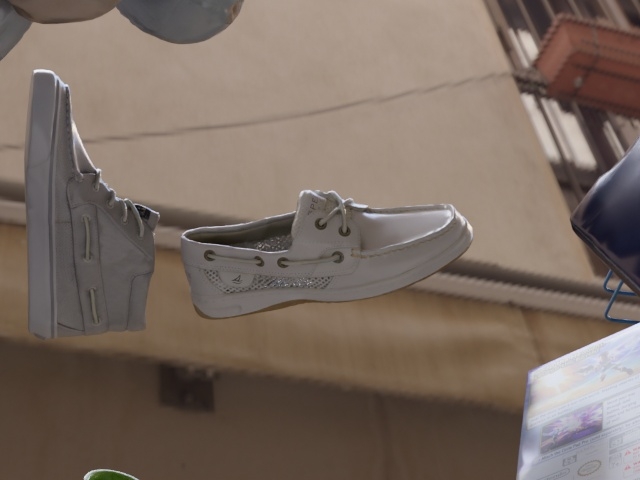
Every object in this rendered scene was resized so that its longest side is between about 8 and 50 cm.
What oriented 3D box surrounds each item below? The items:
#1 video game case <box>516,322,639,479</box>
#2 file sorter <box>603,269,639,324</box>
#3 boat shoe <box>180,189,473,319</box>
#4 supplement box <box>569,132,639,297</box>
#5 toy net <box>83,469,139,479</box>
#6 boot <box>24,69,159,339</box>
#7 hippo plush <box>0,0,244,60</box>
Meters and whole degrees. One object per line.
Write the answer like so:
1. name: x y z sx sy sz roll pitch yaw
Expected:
1. video game case: 0.284 0.144 1.013 0.270 0.244 0.061 -28 -69 26
2. file sorter: 0.402 0.006 1.557 0.105 0.170 0.118 7 -33 -1
3. boat shoe: 0.000 0.000 1.196 0.277 0.098 0.096 -13 -65 10
4. supplement box: 0.310 0.038 0.493 0.357 0.195 0.194 34 -79 -13
5. toy net: -0.117 0.282 1.226 0.232 0.122 0.045 16 -79 -21
6. boot: -0.215 -0.033 1.213 0.123 0.095 0.258 -1 -71 -14
7. hippo plush: -0.155 -0.253 0.885 0.237 0.234 0.294 2 -84 -55
